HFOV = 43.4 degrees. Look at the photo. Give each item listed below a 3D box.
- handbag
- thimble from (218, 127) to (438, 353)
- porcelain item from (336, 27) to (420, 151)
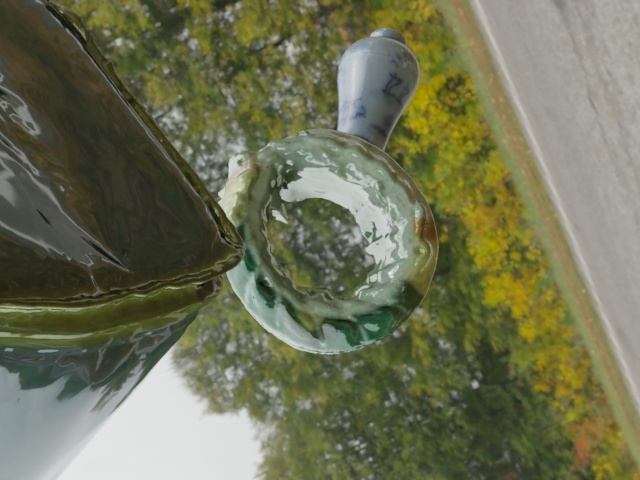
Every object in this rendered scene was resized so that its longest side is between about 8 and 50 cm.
[{"bbox_3d":[-0.211,0.016,0.401,0.263,0.241,0.222,50,-152,23],"label":"handbag"},{"bbox_3d":[0.000,0.000,1.002,0.288,0.254,0.167,43,169,6],"label":"thimble"},{"bbox_3d":[0.086,-0.237,1.341,0.141,0.141,0.259,54,-135,-53],"label":"porcelain item"}]
